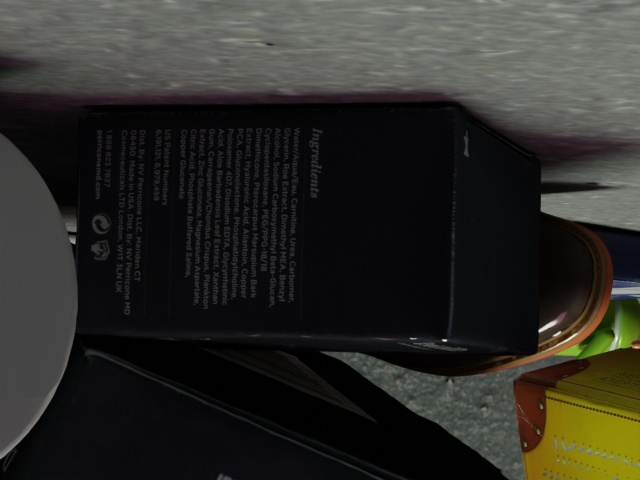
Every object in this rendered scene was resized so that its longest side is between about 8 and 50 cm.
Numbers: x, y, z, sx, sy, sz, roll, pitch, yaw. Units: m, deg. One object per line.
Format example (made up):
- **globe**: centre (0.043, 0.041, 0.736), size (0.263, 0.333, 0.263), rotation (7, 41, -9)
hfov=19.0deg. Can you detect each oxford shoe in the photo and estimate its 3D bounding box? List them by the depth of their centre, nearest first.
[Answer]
- **oxford shoe**: centre (0.022, 0.019, 1.022), size (0.271, 0.096, 0.098), rotation (0, 171, 34)

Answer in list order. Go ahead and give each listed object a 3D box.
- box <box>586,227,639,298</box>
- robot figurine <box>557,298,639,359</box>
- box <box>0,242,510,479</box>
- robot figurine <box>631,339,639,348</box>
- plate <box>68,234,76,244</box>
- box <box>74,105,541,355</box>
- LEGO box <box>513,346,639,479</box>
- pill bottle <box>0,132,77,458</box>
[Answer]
- **box**: centre (0.156, 0.015, 1.250), size (0.136, 0.036, 0.225), rotation (-2, 175, 43)
- **robot figurine**: centre (0.231, 0.068, 1.685), size (0.115, 0.067, 0.101), rotation (3, -157, -6)
- **box**: centre (-0.136, 0.271, 1.012), size (0.297, 0.471, 0.480), rotation (24, -179, -18)
- **robot figurine**: centre (0.304, 0.057, 1.140), size (0.219, 0.158, 0.128), rotation (-1, 140, 29)
- **plate**: centre (-0.337, 0.014, 1.449), size (0.278, 0.045, 0.277), rotation (5, 174, -33)
- **box**: centre (0.000, 0.000, 0.800), size (0.158, 0.093, 0.156), rotation (0, 175, 19)
- **LEGO box**: centre (0.425, 0.177, 1.359), size (0.373, 0.193, 0.500), rotation (-11, -173, -22)
- **pill bottle**: centre (-0.224, 0.021, 0.746), size (0.161, 0.161, 0.283), rotation (6, 174, -38)
